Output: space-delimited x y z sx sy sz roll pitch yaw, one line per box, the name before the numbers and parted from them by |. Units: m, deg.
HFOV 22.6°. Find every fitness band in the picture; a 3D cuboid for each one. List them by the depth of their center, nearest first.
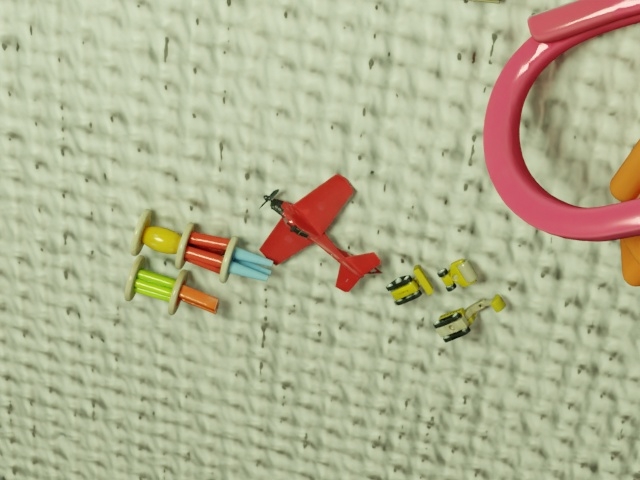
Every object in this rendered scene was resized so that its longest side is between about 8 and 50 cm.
fitness band | 0.271 -0.110 1.357 0.291 0.054 0.209 -14 82 31

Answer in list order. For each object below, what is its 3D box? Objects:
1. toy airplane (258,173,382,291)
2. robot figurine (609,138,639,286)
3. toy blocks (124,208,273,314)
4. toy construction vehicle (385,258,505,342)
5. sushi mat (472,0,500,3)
toy airplane | 0.000 0.000 1.651 0.151 0.028 0.151 10 131 11
robot figurine | 0.353 -0.038 1.425 0.158 0.128 0.219 47 135 13
toy blocks | -0.129 0.037 1.713 0.148 0.054 0.123 17 133 4
toy construction vehicle | 0.131 0.056 1.655 0.098 0.035 0.086 -28 105 33
sushi mat | 0.008 -0.282 1.408 0.316 0.019 0.151 6 130 15
